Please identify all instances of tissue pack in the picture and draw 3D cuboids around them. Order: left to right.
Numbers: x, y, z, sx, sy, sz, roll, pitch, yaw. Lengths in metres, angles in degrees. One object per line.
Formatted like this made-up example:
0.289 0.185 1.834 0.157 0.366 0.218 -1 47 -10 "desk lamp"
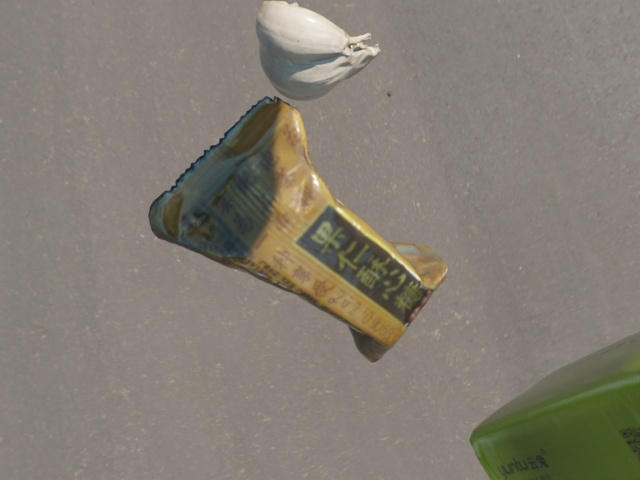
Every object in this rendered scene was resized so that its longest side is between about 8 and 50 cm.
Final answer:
0.324 0.194 0.598 0.200 0.275 0.167 -21 72 -28 "tissue pack"

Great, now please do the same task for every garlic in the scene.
-0.017 -0.284 0.913 0.178 0.229 0.143 30 104 17 "garlic"

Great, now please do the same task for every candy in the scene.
0.000 0.000 0.504 0.143 0.271 0.101 -51 33 5 "candy"
